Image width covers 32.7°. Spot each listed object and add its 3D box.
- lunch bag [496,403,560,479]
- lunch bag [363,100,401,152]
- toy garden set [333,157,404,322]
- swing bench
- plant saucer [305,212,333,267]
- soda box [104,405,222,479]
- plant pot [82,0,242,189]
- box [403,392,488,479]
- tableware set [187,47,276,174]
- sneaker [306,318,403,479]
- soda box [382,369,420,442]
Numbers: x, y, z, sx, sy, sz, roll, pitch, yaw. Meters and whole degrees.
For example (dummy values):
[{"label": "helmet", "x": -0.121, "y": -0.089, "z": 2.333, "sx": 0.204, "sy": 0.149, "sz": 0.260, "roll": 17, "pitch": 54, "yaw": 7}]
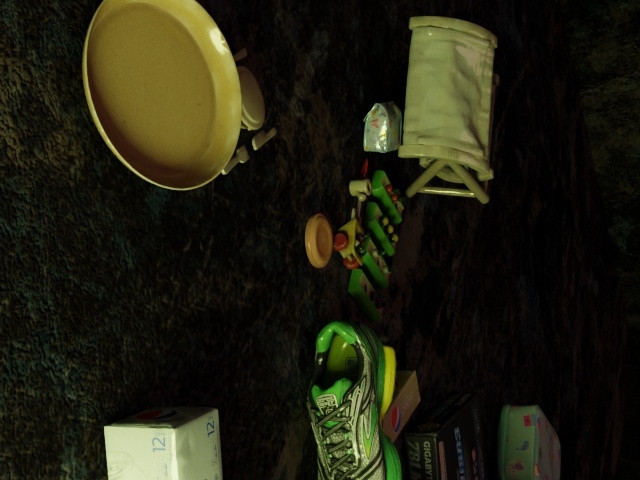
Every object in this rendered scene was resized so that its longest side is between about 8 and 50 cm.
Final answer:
[{"label": "lunch bag", "x": 0.489, "y": 0.512, "z": 2.561, "sx": 0.279, "sy": 0.108, "sz": 0.224, "roll": 55, "pitch": 35, "yaw": -52}, {"label": "lunch bag", "x": 0.106, "y": -0.195, "z": 1.863, "sx": 0.071, "sy": 0.053, "sz": 0.083, "roll": -24, "pitch": 121, "yaw": -63}, {"label": "toy garden set", "x": 0.093, "y": -0.018, "z": 1.821, "sx": 0.203, "sy": 0.049, "sz": 0.244, "roll": 56, "pitch": 39, "yaw": -49}, {"label": "swing bench", "x": 0.231, "y": -0.225, "z": 1.926, "sx": 0.254, "sy": 0.165, "sz": 0.253, "roll": 67, "pitch": 28, "yaw": -74}, {"label": "plant saucer", "x": 0.000, "y": 0.000, "z": 1.663, "sx": 0.083, "sy": 0.013, "sz": 0.083, "roll": -2, "pitch": 90, "yaw": -65}, {"label": "soda box", "x": -0.162, "y": 0.330, "z": 1.190, "sx": 0.098, "sy": 0.091, "sz": 0.286, "roll": -13, "pitch": 100, "yaw": -66}, {"label": "plant pot", "x": -0.178, "y": -0.171, "z": 1.220, "sx": 0.236, "sy": 0.032, "sz": 0.236, "roll": 14, "pitch": 72, "yaw": -49}, {"label": "box", "x": 0.249, "y": 0.468, "z": 2.093, "sx": 0.293, "sy": 0.073, "sz": 0.295, "roll": -16, "pitch": 102, "yaw": -65}, {"label": "tableware set", "x": -0.123, "y": -0.163, "z": 1.386, "sx": 0.128, "sy": 0.039, "sz": 0.194, "roll": 70, "pitch": 24, "yaw": -14}, {"label": "sneaker", "x": 0.029, "y": 0.280, "z": 1.596, "sx": 0.146, "sy": 0.134, "sz": 0.343, "roll": 32, "pitch": 50, "yaw": -53}, {"label": "soda box", "x": 0.110, "y": 0.282, "z": 1.822, "sx": 0.181, "sy": 0.058, "sz": 0.061, "roll": -42, "pitch": 125, "yaw": -58}]
